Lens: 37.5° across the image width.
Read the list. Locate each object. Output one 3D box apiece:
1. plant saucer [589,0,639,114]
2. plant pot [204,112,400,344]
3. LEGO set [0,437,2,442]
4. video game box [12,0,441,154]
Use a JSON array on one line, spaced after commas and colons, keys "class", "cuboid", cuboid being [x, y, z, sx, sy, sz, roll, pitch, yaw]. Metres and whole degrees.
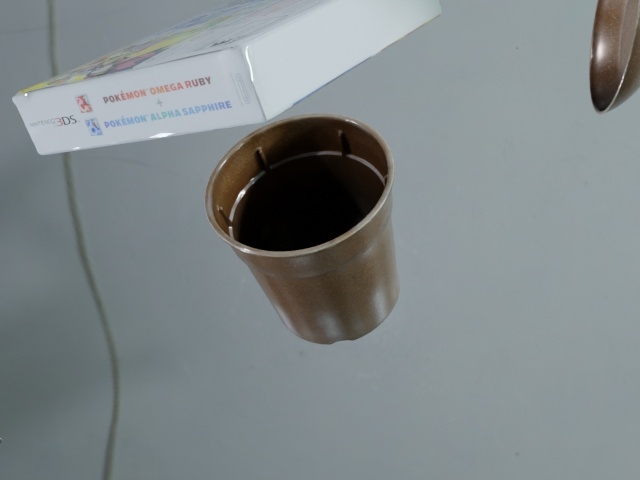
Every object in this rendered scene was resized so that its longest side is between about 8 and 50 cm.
[{"class": "plant saucer", "cuboid": [0.329, -0.232, 1.007, 0.036, 0.198, 0.198, 5, 102, 2]}, {"class": "plant pot", "cuboid": [0.000, 0.000, 0.862, 0.167, 0.167, 0.165, -6, 139, 13]}, {"class": "LEGO set", "cuboid": [-0.199, 0.106, 0.477, 0.083, 0.023, 0.054, -5, 71, 3]}, {"class": "video game box", "cuboid": [-0.053, -0.116, 0.585, 0.187, 0.205, 0.048, 0, 116, 37]}]
